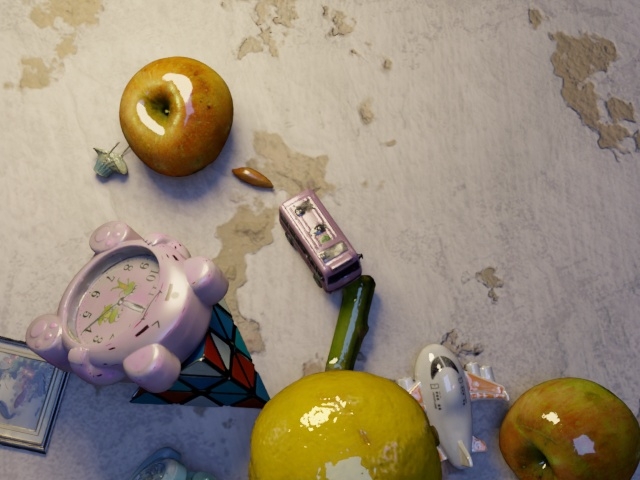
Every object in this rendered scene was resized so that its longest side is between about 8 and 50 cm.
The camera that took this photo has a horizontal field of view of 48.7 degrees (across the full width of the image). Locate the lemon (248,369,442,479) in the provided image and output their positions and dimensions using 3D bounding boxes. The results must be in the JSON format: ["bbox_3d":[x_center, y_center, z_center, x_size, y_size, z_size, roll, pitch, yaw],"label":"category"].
[{"bbox_3d":[0.042,0.384,1.213,0.348,0.348,0.347,2,78,-7],"label":"lemon"}]

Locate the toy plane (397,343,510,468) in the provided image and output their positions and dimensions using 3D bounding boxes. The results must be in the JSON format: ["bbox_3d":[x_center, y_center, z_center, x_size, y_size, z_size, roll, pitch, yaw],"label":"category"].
[{"bbox_3d":[0.249,0.323,1.384,0.245,0.117,0.244,1,78,-6],"label":"toy plane"}]

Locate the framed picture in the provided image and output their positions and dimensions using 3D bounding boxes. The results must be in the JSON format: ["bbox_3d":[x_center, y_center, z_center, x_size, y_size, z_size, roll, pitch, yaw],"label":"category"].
[{"bbox_3d":[-0.588,0.285,1.336,0.200,0.010,0.195,14,76,-4],"label":"framed picture"}]

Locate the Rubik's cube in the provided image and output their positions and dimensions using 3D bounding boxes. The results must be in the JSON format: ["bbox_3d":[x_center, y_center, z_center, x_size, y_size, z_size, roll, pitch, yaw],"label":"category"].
[{"bbox_3d":[-0.187,0.241,1.285,0.250,0.234,0.284,38,75,1],"label":"Rubik's cube"}]

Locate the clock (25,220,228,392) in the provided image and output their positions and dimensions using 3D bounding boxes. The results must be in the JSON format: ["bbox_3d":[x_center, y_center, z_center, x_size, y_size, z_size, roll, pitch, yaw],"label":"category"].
[{"bbox_3d":[-0.340,0.120,1.267,0.322,0.113,0.295,11,62,35],"label":"clock"}]

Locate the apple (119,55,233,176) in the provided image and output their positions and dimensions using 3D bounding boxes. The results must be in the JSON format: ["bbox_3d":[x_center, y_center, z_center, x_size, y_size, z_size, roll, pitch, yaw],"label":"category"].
[{"bbox_3d":[-0.278,-0.246,1.410,0.237,0.207,0.236,-1,86,10],"label":"apple"}]

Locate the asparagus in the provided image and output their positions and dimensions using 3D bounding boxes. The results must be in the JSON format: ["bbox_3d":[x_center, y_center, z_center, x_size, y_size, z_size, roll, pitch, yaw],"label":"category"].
[{"bbox_3d":[0.052,0.202,1.416,0.067,0.060,0.277,23,75,-22],"label":"asparagus"}]

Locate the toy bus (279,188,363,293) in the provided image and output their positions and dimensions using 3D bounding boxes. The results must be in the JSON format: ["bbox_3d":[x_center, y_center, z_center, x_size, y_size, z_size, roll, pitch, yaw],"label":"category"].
[{"bbox_3d":[0.000,0.000,1.412,0.096,0.108,0.199,-30,68,-12],"label":"toy bus"}]

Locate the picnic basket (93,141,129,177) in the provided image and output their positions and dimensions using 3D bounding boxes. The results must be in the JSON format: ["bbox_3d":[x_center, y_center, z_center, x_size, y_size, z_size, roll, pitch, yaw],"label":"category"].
[{"bbox_3d":[-0.422,-0.167,1.434,0.083,0.065,0.083,39,97,7],"label":"picnic basket"}]

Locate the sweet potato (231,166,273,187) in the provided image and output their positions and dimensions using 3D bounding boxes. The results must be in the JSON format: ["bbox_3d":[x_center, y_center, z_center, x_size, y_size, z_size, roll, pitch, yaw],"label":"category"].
[{"bbox_3d":[-0.140,-0.132,1.475,0.095,0.034,0.034,20,76,-5],"label":"sweet potato"}]

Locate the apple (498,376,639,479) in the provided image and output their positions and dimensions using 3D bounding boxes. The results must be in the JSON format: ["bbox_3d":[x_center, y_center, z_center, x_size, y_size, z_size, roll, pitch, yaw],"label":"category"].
[{"bbox_3d":[0.488,0.387,1.370,0.226,0.246,0.246,-21,81,-30],"label":"apple"}]

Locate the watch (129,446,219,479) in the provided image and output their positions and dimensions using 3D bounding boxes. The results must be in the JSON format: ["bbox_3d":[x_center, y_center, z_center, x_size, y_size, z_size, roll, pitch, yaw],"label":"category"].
[{"bbox_3d":[-0.260,0.499,1.262,0.211,0.211,0.193,-42,108,-14],"label":"watch"}]
